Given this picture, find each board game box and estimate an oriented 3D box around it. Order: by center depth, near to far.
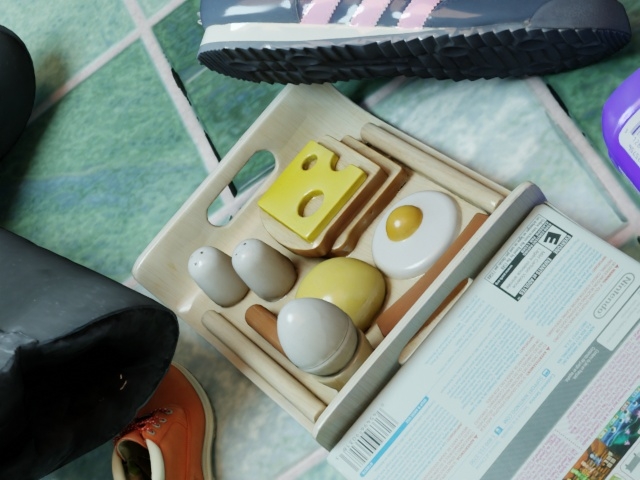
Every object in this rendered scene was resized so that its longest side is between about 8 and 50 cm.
[{"bbox_3d":[0.182,0.142,1.009,0.224,0.097,0.303,-50,46,-2],"label":"board game box"}]

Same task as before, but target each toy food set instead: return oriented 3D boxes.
[{"bbox_3d":[0.000,0.000,1.200,0.219,0.092,0.306,-50,37,-4],"label":"toy food set"}]

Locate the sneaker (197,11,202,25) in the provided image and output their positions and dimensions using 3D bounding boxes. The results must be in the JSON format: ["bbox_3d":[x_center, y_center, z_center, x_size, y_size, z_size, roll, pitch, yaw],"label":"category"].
[{"bbox_3d":[-0.039,-0.301,1.436,0.115,0.105,0.281,1,63,34],"label":"sneaker"}]

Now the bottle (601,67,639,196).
[{"bbox_3d":[0.286,-0.010,1.038,0.118,0.092,0.283,-37,48,6],"label":"bottle"}]

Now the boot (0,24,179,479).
[{"bbox_3d":[-0.265,-0.004,1.311,0.367,0.146,0.445,-44,39,-21],"label":"boot"}]

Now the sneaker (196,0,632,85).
[{"bbox_3d":[0.066,-0.189,1.230,0.319,0.112,0.131,1,77,9],"label":"sneaker"}]

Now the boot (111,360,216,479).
[{"bbox_3d":[-0.118,0.141,1.221,0.059,0.084,0.158,-30,48,17],"label":"boot"}]
